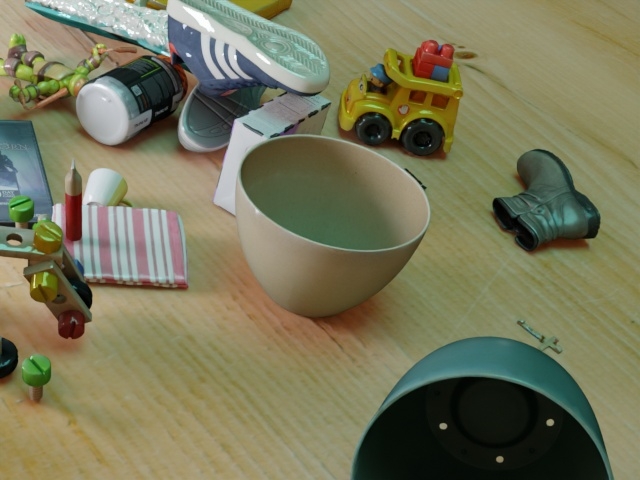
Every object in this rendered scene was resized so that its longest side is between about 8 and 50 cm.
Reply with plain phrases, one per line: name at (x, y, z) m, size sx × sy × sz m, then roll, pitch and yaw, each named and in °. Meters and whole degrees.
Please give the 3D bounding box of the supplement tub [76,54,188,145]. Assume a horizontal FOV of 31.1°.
supplement tub at (-0.316, -0.246, 1.964) m, size 0.117 × 0.117 × 0.190 m, roll 29°, pitch 37°, yaw 16°

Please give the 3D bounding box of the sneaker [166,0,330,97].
sneaker at (-0.124, -0.286, 1.892) m, size 0.131 × 0.148 × 0.350 m, roll -17°, pitch 40°, yaw -41°

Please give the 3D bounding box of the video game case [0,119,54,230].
video game case at (-0.522, -0.104, 1.765) m, size 0.196 × 0.026 × 0.274 m, roll -1°, pitch 39°, yaw -24°

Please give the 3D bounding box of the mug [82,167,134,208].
mug at (-0.327, -0.066, 1.765) m, size 0.078 × 0.062 × 0.064 m, roll 11°, pitch 43°, yaw 3°

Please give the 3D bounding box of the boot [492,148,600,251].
boot at (0.376, -0.080, 2.062) m, size 0.161 × 0.083 × 0.246 m, roll -7°, pitch 40°, yaw -22°

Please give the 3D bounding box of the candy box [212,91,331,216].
candy box at (-0.078, -0.146, 1.883) m, size 0.070 × 0.165 × 0.196 m, roll 31°, pitch 37°, yaw 17°

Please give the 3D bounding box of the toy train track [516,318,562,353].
toy train track at (0.342, 0.145, 1.791) m, size 0.083 × 0.014 × 0.048 m, roll 37°, pitch 40°, yaw 27°

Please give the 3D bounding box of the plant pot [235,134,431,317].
plant pot at (0.000, 0.000, 1.694) m, size 0.284 × 0.191 × 0.284 m, roll 11°, pitch 36°, yaw -8°

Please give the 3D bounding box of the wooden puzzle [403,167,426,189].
wooden puzzle at (0.150, -0.110, 2.067) m, size 0.049 × 0.006 × 0.083 m, roll -12°, pitch 44°, yaw -35°

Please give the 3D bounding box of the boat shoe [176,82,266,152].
boat shoe at (-0.172, -0.241, 2.050) m, size 0.118 × 0.103 × 0.320 m, roll 34°, pitch 40°, yaw -9°

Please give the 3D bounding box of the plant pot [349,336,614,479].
plant pot at (0.200, 0.247, 1.373) m, size 0.293 × 0.293 × 0.235 m, roll 21°, pitch 21°, yaw 6°

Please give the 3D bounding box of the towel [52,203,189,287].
towel at (-0.294, 0.010, 1.691) m, size 0.197 × 0.029 × 0.144 m, roll 4°, pitch 46°, yaw -18°

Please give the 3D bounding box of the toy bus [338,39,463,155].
toy bus at (0.159, -0.285, 2.136) m, size 0.220 × 0.211 × 0.149 m, roll 10°, pitch 37°, yaw -7°

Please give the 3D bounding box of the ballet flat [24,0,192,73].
ballet flat at (-0.352, -0.423, 2.146) m, size 0.409 × 0.147 × 0.147 m, roll 23°, pitch 35°, yaw 15°

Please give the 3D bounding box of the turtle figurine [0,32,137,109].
turtle figurine at (-0.463, -0.292, 1.993) m, size 0.217 × 0.087 × 0.269 m, roll 24°, pitch 44°, yaw 23°

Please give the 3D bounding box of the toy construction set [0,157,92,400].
toy construction set at (-0.398, -0.010, 1.477) m, size 0.257 × 0.237 × 0.309 m, roll 19°, pitch 42°, yaw 8°

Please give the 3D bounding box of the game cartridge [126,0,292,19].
game cartridge at (-0.252, -0.522, 2.434) m, size 0.285 × 0.052 × 0.324 m, roll 28°, pitch 34°, yaw 15°
